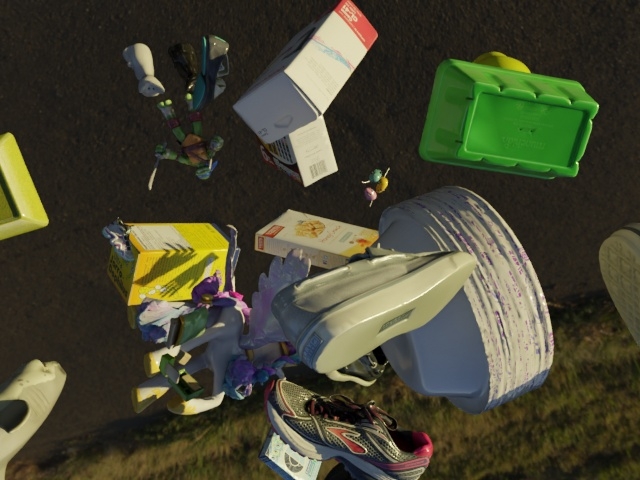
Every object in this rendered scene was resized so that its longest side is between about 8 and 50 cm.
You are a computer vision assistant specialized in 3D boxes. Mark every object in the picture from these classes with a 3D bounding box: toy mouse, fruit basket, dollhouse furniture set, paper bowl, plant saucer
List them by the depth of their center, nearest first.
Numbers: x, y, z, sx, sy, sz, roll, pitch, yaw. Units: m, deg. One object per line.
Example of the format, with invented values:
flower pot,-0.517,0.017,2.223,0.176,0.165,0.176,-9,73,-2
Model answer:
paper bowl,0.150,0.084,0.713,0.148,0.284,0.284,-20,137,-12
dollhouse furniture set,-0.216,0.191,0.916,0.076,0.059,0.151,-15,130,-50
plant saucer,-0.638,-0.085,1.023,0.188,0.045,0.188,-19,103,-9
fruit basket,0.436,-0.312,1.349,0.392,0.392,0.282,6,109,-11
toy mouse,0.199,-0.201,2.018,0.143,0.031,0.161,9,105,-55

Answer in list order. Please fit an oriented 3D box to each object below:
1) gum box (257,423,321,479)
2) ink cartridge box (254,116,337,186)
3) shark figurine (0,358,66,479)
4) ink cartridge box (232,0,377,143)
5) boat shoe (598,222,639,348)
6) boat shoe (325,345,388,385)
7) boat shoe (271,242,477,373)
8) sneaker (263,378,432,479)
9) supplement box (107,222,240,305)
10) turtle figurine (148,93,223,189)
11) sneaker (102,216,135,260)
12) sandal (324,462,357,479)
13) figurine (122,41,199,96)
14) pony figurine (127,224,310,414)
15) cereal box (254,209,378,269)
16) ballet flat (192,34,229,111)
gum box,-0.077,0.610,1.601,0.184,0.157,0.041,44,129,-14
ink cartridge box,-0.105,-0.356,1.762,0.130,0.309,0.271,-29,124,-18
shark figurine,-0.326,0.203,0.446,0.278,0.166,0.116,-23,108,-35
ink cartridge box,-0.033,-0.395,1.289,0.131,0.306,0.226,47,146,-22
boat shoe,0.515,0.191,0.640,0.156,0.500,0.187,-20,164,-2
boat shoe,0.094,0.204,1.085,0.113,0.127,0.340,-31,155,13
boat shoe,0.055,0.038,0.487,0.228,0.081,0.079,-17,142,-43
sneaker,0.044,0.306,0.921,0.299,0.121,0.112,29,113,-8
supplement box,-0.482,0.069,1.820,0.357,0.194,0.195,-1,120,-42
turtle figurine,-0.420,-0.323,1.746,0.198,0.275,0.266,-14,96,31
sneaker,-0.433,-0.007,1.226,0.069,0.038,0.098,-40,91,11
sandal,0.055,0.600,1.332,0.446,0.107,0.167,-21,128,-19
figurine,-0.452,-0.491,1.620,0.215,0.209,0.092,-11,141,-25
pony figurine,-0.187,0.171,1.106,0.364,0.303,0.350,-10,112,-35
cereal box,0.000,0.000,1.209,0.240,0.173,0.047,14,115,17
ballet flat,-0.248,-0.376,1.269,0.074,0.074,0.203,10,139,-14
